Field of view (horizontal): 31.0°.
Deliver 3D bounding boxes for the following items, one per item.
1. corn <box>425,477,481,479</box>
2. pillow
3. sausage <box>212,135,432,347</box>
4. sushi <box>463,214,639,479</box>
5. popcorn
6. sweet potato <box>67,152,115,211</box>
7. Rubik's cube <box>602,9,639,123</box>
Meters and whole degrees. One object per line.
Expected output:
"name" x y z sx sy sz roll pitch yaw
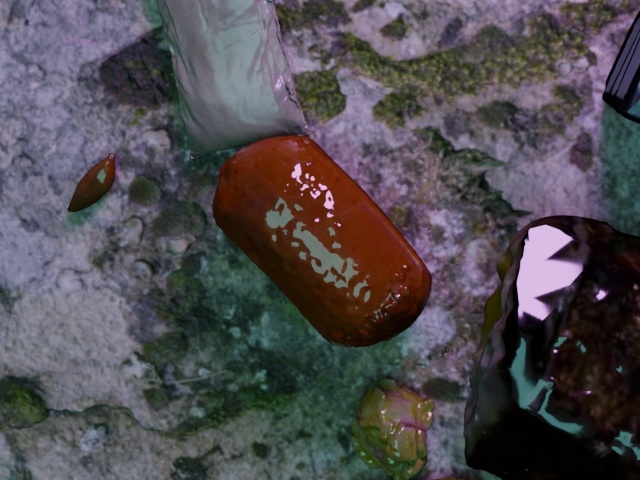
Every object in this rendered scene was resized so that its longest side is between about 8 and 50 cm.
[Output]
"corn" 0.070 0.328 1.335 0.260 0.091 0.091 -14 76 9
"pillow" -0.104 -0.214 1.291 0.148 0.050 0.229 -9 98 18
"sausage" 0.001 -0.001 1.254 0.141 0.153 0.268 -44 90 4
"sushi" 0.301 0.133 1.153 0.294 0.299 0.281 14 88 4
"popcorn" 0.083 0.216 1.318 0.109 0.089 0.097 56 139 6
"sweet potato" -0.266 -0.063 1.353 0.034 0.034 0.095 43 114 0
"Rubik's cube" 0.453 -0.197 1.075 0.284 0.288 0.293 27 105 5
